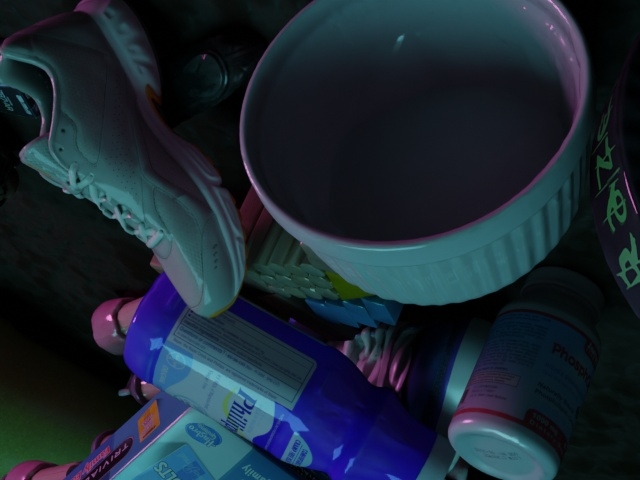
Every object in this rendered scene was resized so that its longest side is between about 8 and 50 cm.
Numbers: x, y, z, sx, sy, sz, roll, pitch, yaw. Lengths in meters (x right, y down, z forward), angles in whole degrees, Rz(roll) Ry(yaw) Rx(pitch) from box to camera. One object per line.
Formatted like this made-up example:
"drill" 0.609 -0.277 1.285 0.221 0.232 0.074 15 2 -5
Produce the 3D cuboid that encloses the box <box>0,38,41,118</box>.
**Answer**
"box" -0.294 -0.150 1.033 0.067 0.018 0.083 14 148 25

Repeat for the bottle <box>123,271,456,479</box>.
"bottle" -0.025 0.129 0.947 0.282 0.092 0.118 30 149 4

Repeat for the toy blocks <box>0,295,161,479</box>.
"toy blocks" -0.198 0.262 1.325 0.309 0.289 0.260 40 142 -24

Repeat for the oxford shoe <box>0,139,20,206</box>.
"oxford shoe" -0.335 -0.088 1.108 0.096 0.083 0.227 27 163 -2

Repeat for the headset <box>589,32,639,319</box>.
"headset" 0.320 -0.003 0.535 0.394 0.244 0.185 5 149 1

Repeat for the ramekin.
"ramekin" 0.064 -0.059 0.690 0.207 0.207 0.109 13 156 25

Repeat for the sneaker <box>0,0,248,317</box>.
"sneaker" -0.156 -0.050 0.854 0.262 0.121 0.099 61 146 3

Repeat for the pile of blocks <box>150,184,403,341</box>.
"pile of blocks" 0.000 0.000 0.936 0.149 0.113 0.362 33 160 -25

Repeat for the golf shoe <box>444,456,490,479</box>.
"golf shoe" 0.116 0.245 1.257 0.198 0.077 0.094 33 140 -21

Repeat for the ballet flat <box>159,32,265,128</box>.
"ballet flat" -0.102 -0.122 0.890 0.173 0.049 0.058 -6 106 53

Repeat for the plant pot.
"plant pot" -0.394 0.249 1.536 0.253 0.276 0.276 24 153 -16

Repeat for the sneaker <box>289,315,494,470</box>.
"sneaker" 0.022 0.127 1.078 0.236 0.130 0.323 22 156 3

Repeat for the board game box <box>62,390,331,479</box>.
"board game box" -0.143 0.308 1.108 0.336 0.079 0.253 -43 114 16

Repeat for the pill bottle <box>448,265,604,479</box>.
"pill bottle" 0.166 0.102 0.887 0.087 0.160 0.087 21 150 13
